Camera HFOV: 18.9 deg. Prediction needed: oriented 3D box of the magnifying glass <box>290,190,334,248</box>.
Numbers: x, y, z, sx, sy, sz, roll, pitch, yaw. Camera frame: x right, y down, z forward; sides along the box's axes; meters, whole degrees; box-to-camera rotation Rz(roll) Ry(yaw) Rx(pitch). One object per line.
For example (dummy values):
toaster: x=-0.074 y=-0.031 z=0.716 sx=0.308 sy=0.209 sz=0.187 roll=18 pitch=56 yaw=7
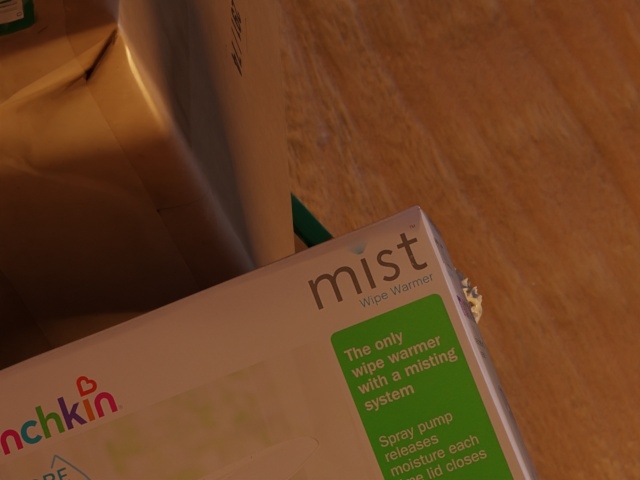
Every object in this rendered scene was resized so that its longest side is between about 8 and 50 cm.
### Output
magnifying glass: x=0.000 y=0.000 z=1.730 sx=0.092 sy=0.026 sz=0.231 roll=57 pitch=-8 yaw=-33

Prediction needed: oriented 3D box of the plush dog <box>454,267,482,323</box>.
plush dog: x=0.007 y=0.148 z=1.440 sx=0.225 sy=0.262 sz=0.210 roll=-26 pitch=98 yaw=-77

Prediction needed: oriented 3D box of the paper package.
paper package: x=-0.137 y=-0.109 z=1.081 sx=0.309 sy=0.168 sz=0.325 roll=64 pitch=16 yaw=-47

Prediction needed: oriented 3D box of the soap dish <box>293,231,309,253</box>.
soap dish: x=-0.013 y=0.106 z=1.754 sx=0.229 sy=0.118 sz=0.291 roll=46 pitch=-9 yaw=38

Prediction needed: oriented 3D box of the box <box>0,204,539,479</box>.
box: x=-0.026 y=0.138 z=0.935 sx=0.127 sy=0.262 sz=0.231 roll=34 pitch=35 yaw=-82
